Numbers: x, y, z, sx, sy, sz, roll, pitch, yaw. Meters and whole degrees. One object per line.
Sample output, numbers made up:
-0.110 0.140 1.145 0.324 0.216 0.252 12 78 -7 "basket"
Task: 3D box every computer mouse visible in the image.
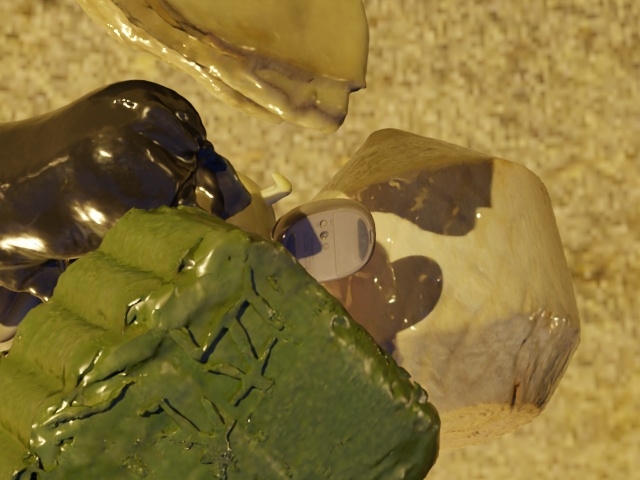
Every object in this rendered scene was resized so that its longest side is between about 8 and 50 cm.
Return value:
-0.001 -0.001 1.494 0.096 0.066 0.039 -11 -163 -29 "computer mouse"

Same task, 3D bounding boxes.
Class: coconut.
0.100 0.035 1.824 0.328 0.329 0.329 0 147 0 "coconut"

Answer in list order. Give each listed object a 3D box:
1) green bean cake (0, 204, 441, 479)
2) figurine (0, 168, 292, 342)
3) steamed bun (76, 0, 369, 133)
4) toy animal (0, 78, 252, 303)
-0.064 0.104 0.981 0.214 0.200 0.113 47 169 -34 "green bean cake"
-0.202 0.007 1.642 0.394 0.227 0.274 -7 166 16 "figurine"
-0.140 -0.272 1.408 0.428 0.247 0.189 37 157 -23 "steamed bun"
-0.226 -0.027 1.358 0.343 0.106 0.168 -3 131 21 "toy animal"
